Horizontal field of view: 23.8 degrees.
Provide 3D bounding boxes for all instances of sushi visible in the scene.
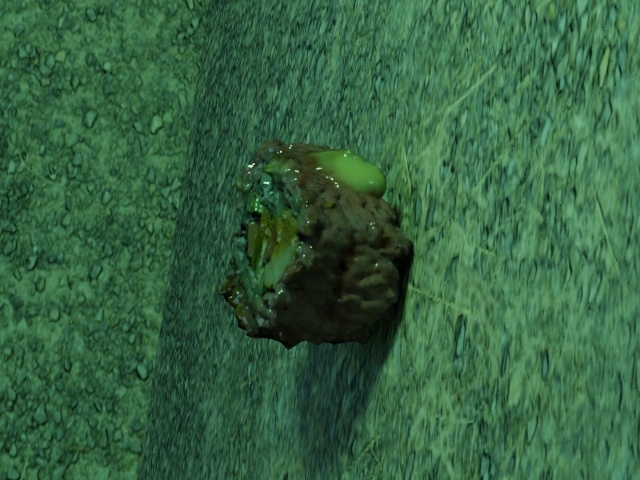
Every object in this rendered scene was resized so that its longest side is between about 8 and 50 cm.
[{"bbox_3d":[0.000,0.000,1.777,0.270,0.171,0.236,-124,48,-64],"label":"sushi"}]
